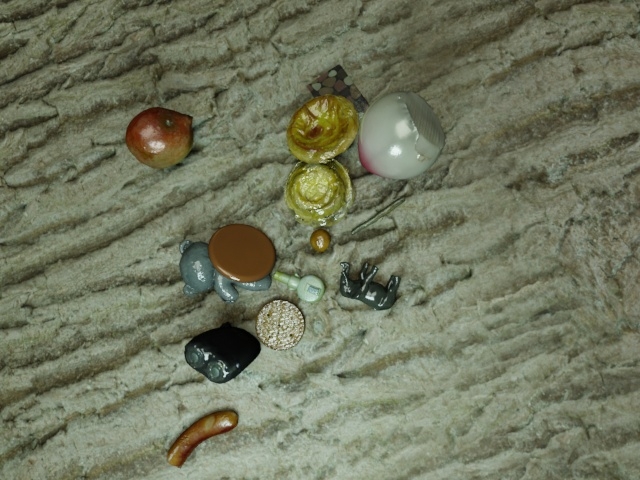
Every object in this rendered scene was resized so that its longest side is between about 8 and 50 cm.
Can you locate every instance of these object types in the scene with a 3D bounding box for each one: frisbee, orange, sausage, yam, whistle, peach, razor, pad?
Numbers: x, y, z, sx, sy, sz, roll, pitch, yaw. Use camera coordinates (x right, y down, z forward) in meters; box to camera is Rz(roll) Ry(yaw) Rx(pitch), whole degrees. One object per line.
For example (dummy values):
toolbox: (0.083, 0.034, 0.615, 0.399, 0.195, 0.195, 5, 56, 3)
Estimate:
frisbee: (-0.278, 0.040, 1.621, 0.251, 0.021, 0.250, 12, 52, -16)
orange: (0.000, 0.000, 1.642, 0.085, 0.085, 0.085, -1, 84, 7)
sausage: (-0.432, 0.702, 1.619, 0.302, 0.076, 0.103, -38, 89, 3)
yam: (0.213, -0.088, 1.653, 0.234, 0.029, 0.027, -34, 39, 3)
whistle: (-0.079, 0.158, 1.643, 0.198, 0.057, 0.104, 22, 86, 7)
peach: (-0.585, -0.394, 1.679, 0.257, 0.232, 0.232, -38, 81, 12)
razor: (-0.315, 0.367, 1.517, 0.189, 0.327, 0.107, 31, 95, 9)
pad: (0.072, -0.547, 1.728, 0.158, 0.003, 0.235, -34, 81, 2)

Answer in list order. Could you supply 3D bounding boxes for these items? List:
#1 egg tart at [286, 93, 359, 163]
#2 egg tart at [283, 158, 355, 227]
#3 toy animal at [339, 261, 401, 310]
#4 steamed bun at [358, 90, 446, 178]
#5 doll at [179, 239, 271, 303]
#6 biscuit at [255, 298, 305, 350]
egg tart: (0.013, -0.393, 1.640, 0.295, 0.116, 0.294, -7, 65, 15)
egg tart: (-0.010, -0.184, 1.654, 0.279, 0.095, 0.278, -1, 84, 8)
toy animal: (0.167, 0.158, 1.586, 0.245, 0.114, 0.146, 25, 87, 9)
steamed bun: (0.251, -0.342, 1.561, 0.310, 0.309, 0.309, -1, 84, 7)
doll: (-0.347, 0.114, 1.652, 0.341, 0.158, 0.245, 4, 72, -21)
biscuit: (-0.148, 0.309, 1.651, 0.188, 0.027, 0.187, -1, 85, 7)
